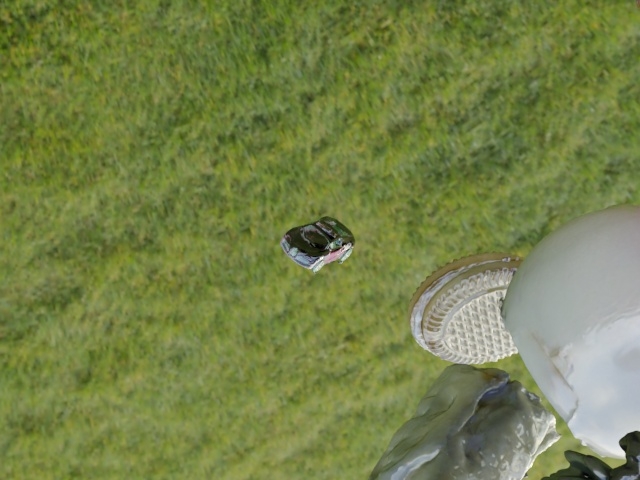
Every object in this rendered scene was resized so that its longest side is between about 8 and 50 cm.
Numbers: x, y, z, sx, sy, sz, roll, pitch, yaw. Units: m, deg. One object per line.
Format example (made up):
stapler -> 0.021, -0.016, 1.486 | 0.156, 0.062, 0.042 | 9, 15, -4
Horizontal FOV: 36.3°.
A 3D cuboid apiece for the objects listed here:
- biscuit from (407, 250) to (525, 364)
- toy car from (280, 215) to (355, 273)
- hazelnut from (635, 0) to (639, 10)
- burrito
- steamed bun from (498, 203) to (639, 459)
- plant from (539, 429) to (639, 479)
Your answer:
biscuit -> 0.274, 0.117, 1.636 | 0.259, 0.079, 0.259 | -7, 133, -8
toy car -> 0.000, 0.000, 1.402 | 0.055, 0.069, 0.142 | -56, 163, 27
hazelnut -> 0.417, -0.304, 1.165 | 0.086, 0.086, 0.086 | -14, 140, -12
burrito -> 0.164, 0.315, 1.272 | 0.332, 0.190, 0.135 | -50, 162, -30
steamed bun -> 0.385, 0.084, 1.119 | 0.309, 0.309, 0.309 | -14, 140, -12
plant -> 0.250, 0.214, 0.718 | 0.194, 0.129, 0.132 | 5, 155, 25
